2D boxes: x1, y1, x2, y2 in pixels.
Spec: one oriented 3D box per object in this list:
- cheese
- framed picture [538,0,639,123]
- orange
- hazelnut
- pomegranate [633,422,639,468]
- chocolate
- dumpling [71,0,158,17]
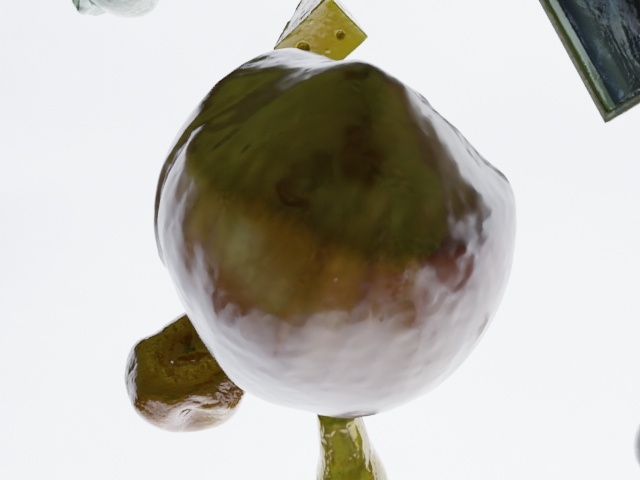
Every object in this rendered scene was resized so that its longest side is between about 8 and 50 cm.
[{"bbox_3d":[0.009,-0.358,1.140,0.126,0.093,0.171,-35,-149,33],"label":"cheese"},{"bbox_3d":[0.656,-0.525,1.597,0.028,0.326,0.446,-24,-97,-25],"label":"framed picture"},{"bbox_3d":[-0.235,0.242,1.318,0.248,0.183,0.249,-2,-138,1],"label":"orange"},{"bbox_3d":[0.000,0.000,0.688,0.372,0.372,0.315,39,-146,23],"label":"hazelnut"},{"bbox_3d":[0.557,0.326,1.109,0.130,0.130,0.130,-3,-116,7],"label":"pomegranate"},{"bbox_3d":[0.060,0.478,1.326,0.162,0.446,0.162,-10,-156,4],"label":"chocolate"},{"bbox_3d":[-0.335,-0.495,1.241,0.320,0.270,0.212,18,-98,52],"label":"dumpling"}]
